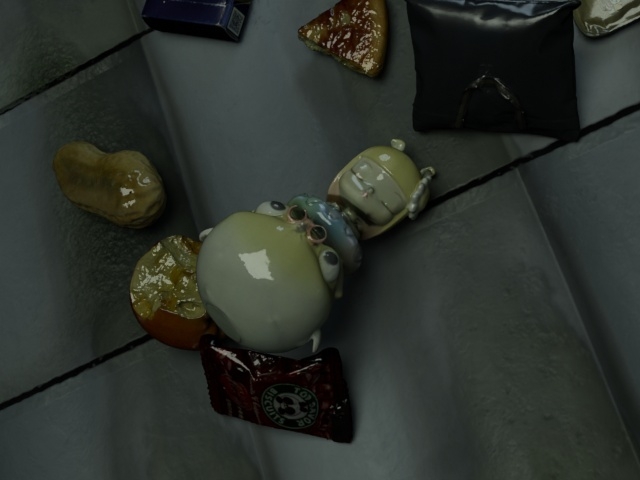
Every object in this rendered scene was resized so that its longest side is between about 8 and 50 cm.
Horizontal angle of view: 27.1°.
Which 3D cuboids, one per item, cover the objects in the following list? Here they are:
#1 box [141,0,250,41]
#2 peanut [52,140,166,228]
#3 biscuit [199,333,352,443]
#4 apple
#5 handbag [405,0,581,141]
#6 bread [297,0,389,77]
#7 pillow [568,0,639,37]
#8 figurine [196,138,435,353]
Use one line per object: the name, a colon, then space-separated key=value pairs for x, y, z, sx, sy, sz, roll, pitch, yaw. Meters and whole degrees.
box: x=-0.176 y=-0.456 z=2.145 sx=0.168 sy=0.071 sz=0.259 roll=13 pitch=81 yaw=27
peanut: x=-0.336 y=-0.095 z=2.098 sx=0.236 sy=0.110 sz=0.120 roll=27 pitch=109 yaw=35
biscuit: x=-0.068 y=0.207 z=1.877 sx=0.235 sy=0.151 sz=0.063 roll=6 pitch=39 yaw=22
apple: x=-0.193 y=0.086 z=1.958 sx=0.156 sy=0.147 sz=0.158 roll=-35 pitch=59 yaw=-24
handbag: x=0.237 y=-0.239 z=1.847 sx=0.254 sy=0.089 sz=0.211 roll=7 pitch=120 yaw=23
bread: x=0.056 y=-0.330 z=2.013 sx=0.154 sy=0.054 sz=0.136 roll=28 pitch=90 yaw=23
pillow: x=0.391 y=-0.393 z=1.888 sx=0.130 sy=0.033 sz=0.218 roll=-25 pitch=66 yaw=15
figurine: x=0.000 y=0.000 z=1.860 sx=0.226 sy=0.274 sz=0.394 roll=45 pitch=67 yaw=9
